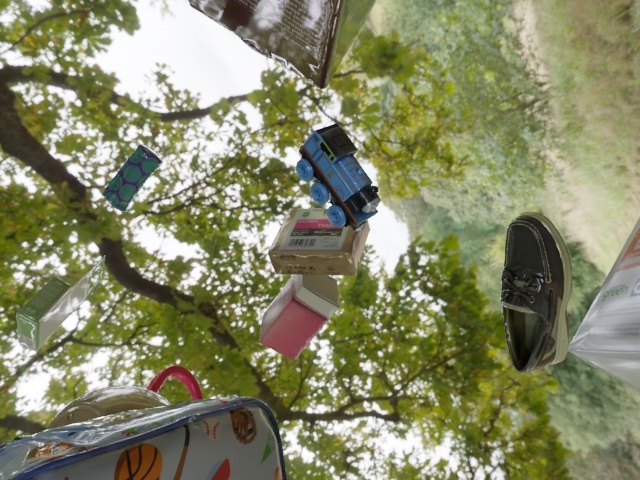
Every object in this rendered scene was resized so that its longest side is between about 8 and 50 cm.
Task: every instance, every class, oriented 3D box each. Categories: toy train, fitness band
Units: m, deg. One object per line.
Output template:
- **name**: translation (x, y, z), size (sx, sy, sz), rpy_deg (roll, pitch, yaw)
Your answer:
- **toy train**: translation (0.032, -0.105, 0.780), size (0.080, 0.105, 0.184), rpy_deg (-30, -97, -40)
- **fitness band**: translation (-0.433, 0.497, 1.336), size (0.209, 0.054, 0.291), rpy_deg (50, -161, -13)

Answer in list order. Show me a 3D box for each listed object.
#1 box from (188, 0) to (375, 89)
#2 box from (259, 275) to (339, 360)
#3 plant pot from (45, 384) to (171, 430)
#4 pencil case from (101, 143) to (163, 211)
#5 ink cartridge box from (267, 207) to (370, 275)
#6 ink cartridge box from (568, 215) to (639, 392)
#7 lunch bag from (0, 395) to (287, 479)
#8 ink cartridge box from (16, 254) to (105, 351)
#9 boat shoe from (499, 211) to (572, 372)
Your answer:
- **box**: translation (-0.029, -0.279, 0.360), size (0.191, 0.143, 0.381), rpy_deg (31, 177, -4)
- **box**: translation (-0.062, 0.203, 1.325), size (0.127, 0.232, 0.148), rpy_deg (31, -158, -15)
- **plant pot**: translation (-0.463, 0.432, 0.960), size (0.191, 0.284, 0.284), rpy_deg (75, 172, -57)
- **pencil case**: translation (-0.423, -0.141, 1.028), size (0.064, 0.151, 0.070), rpy_deg (38, 180, 0)
- **ink cartridge box**: translation (0.000, 0.000, 1.242), size (0.193, 0.235, 0.088), rpy_deg (-70, -29, -44)
- **ink cartridge box**: translation (0.312, -0.023, 0.225), size (0.130, 0.272, 0.309), rpy_deg (32, 171, 9)
- **lunch bag**: translation (-0.142, 0.264, 0.360), size (0.303, 0.115, 0.243), rpy_deg (11, -111, -58)
- **ink cartridge box**: translation (-0.645, 0.144, 1.141), size (0.056, 0.171, 0.235), rpy_deg (32, -135, -6)
- **boat shoe**: translation (0.278, 0.076, 0.604), size (0.080, 0.073, 0.223), rpy_deg (15, 122, 57)
